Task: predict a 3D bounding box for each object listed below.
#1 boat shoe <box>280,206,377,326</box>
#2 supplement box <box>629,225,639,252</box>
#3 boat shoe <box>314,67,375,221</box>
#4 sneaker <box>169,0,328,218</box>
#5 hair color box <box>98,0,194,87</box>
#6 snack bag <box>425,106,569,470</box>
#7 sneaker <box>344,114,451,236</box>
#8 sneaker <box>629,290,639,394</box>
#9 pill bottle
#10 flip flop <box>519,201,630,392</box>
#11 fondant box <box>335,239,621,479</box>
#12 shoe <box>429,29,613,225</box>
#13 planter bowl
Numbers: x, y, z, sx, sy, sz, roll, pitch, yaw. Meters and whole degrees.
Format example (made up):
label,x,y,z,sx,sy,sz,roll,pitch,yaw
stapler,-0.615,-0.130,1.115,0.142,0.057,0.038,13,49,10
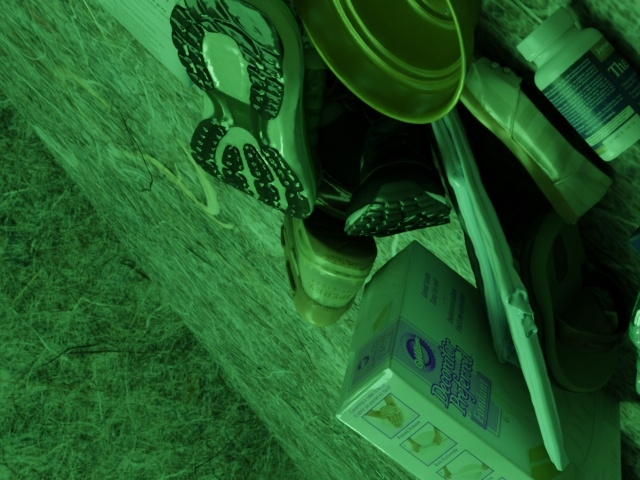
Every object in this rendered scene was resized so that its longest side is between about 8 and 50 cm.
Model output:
label,x,y,z,sx,sy,sz,roll,pitch,yaw
boat shoe,0.000,0.000,1.703,0.122,0.110,0.341,19,-162,-4
supplement box,0.363,-0.018,0.752,0.194,0.195,0.356,49,164,-1
boat shoe,-0.020,-0.154,1.617,0.342,0.123,0.123,49,167,23
sneaker,-0.034,-0.168,1.458,0.158,0.182,0.410,29,156,14
hair color box,-0.148,-0.346,1.388,0.185,0.113,0.374,44,155,18
snack bag,0.170,0.029,1.398,0.323,0.037,0.342,68,-174,-48
sneaker,0.070,-0.072,1.422,0.283,0.107,0.124,20,-121,-85
sneaker,0.351,0.091,1.315,0.098,0.083,0.223,17,157,23
pill bottle,0.216,-0.128,1.124,0.120,0.067,0.067,48,165,0
flip flop,0.269,0.066,1.409,0.080,0.112,0.277,11,145,29
fondant box,0.184,0.184,1.532,0.330,0.096,0.238,37,-148,-14
shoe,0.184,-0.115,1.286,0.219,0.058,0.076,52,-164,3
planter bowl,0.074,-0.218,1.221,0.217,0.090,0.217,38,149,28
